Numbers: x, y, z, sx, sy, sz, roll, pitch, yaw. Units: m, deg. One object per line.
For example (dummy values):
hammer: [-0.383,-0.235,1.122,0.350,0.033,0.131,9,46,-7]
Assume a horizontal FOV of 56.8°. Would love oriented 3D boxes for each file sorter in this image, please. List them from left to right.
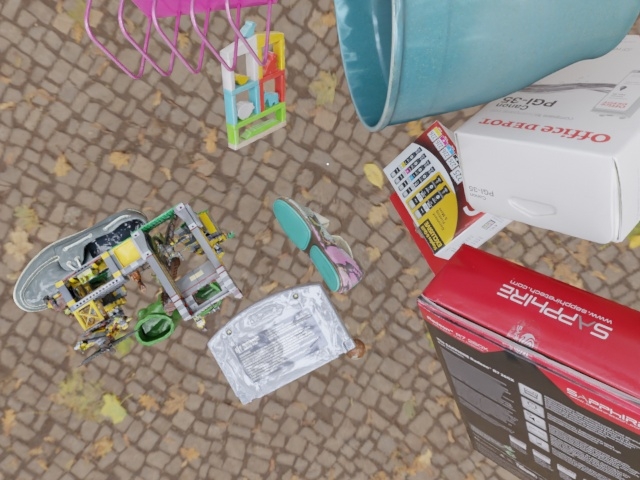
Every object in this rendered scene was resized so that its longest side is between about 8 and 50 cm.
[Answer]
file sorter: [-0.255,-0.425,1.104,0.290,0.202,0.182,-1,76,15]

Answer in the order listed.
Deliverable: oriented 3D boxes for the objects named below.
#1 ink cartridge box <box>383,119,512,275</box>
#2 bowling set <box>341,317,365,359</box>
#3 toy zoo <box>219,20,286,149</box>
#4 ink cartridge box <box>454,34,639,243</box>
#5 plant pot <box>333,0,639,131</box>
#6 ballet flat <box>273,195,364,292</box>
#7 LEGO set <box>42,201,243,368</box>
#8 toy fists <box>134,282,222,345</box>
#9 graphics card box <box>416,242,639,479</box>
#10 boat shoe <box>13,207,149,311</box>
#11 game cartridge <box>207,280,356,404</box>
ink cartridge box: [0.310,-0.106,1.572,0.272,0.130,0.309,-43,54,24]
bowling set: [0.000,0.250,1.497,0.154,0.287,0.200,-41,74,-4]
toy zoo: [-0.160,-0.389,1.456,0.030,0.192,0.293,27,134,30]
ink cartridge box: [0.337,-0.142,0.735,0.283,0.207,0.117,-40,128,-26]
plant pot: [0.158,-0.262,0.586,0.255,0.271,0.272,-9,97,-5]
ballet flat: [0.000,0.000,1.094,0.079,0.077,0.221,-23,63,-35]
LEGO set: [-0.271,0.091,1.015,0.331,0.255,0.192,-32,87,-13]
toy fists: [-0.358,0.159,1.529,0.279,0.142,0.096,-32,101,7]
graphics card box: [0.254,0.180,0.632,0.094,0.232,0.371,-48,137,-21]
boat shoe: [-0.501,0.038,1.256,0.319,0.099,0.116,-38,111,-21]
game cartridge: [-0.094,0.222,1.344,0.297,0.062,0.198,-28,89,7]
